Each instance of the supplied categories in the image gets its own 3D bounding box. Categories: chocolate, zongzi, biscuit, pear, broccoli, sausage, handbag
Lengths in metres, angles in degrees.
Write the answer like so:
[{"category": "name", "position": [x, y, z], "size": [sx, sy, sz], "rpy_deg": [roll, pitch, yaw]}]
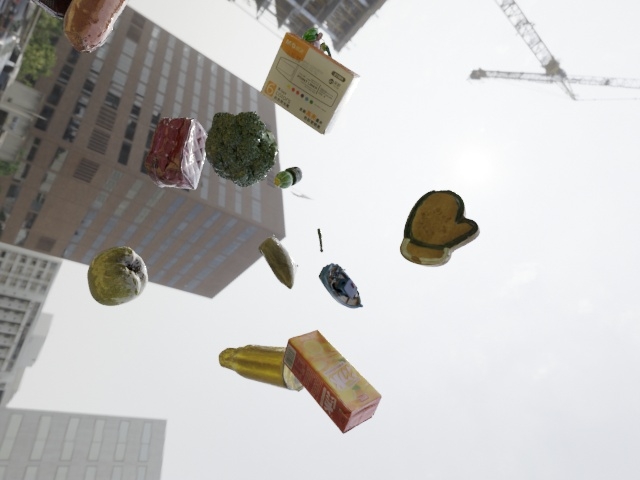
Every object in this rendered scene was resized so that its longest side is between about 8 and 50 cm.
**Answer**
[{"category": "chocolate", "position": [-0.246, 0.480, 1.620], "size": [0.446, 0.162, 0.162], "rpy_deg": [-5, -113, 39]}, {"category": "zongzi", "position": [-0.159, 0.089, 1.556], "size": [0.099, 0.194, 0.197], "rpy_deg": [-35, -165, 6]}, {"category": "biscuit", "position": [0.471, -0.050, 1.592], "size": [0.287, 0.057, 0.343], "rpy_deg": [14, -109, 33]}, {"category": "pear", "position": [-0.581, 0.104, 1.168], "size": [0.137, 0.167, 0.167], "rpy_deg": [-22, -130, 13]}, {"category": "broccoli", "position": [-0.149, -0.175, 0.783], "size": [0.162, 0.138, 0.145], "rpy_deg": [24, -50, 42]}, {"category": "sausage", "position": [-0.434, -0.594, 0.890], "size": [0.094, 0.094, 0.418], "rpy_deg": [20, -102, 24]}, {"category": "handbag", "position": [-0.444, -0.271, 1.260], "size": [0.136, 0.146, 0.225], "rpy_deg": [3, -112, 8]}]

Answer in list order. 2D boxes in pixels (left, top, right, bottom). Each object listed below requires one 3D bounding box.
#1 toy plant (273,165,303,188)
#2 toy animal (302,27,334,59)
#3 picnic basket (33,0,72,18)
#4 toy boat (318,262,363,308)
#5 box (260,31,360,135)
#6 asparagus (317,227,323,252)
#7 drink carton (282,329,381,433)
[{"category": "toy plant", "position": [-0.161, -0.304, 1.978], "size": [0.093, 0.162, 0.092], "rpy_deg": [21, -55, 32]}, {"category": "toy animal", "position": [0.023, -0.622, 1.386], "size": [0.100, 0.208, 0.103], "rpy_deg": [-37, -174, 47]}, {"category": "picnic basket", "position": [-0.774, -0.789, 1.210], "size": [0.297, 0.223, 0.129], "rpy_deg": [-136, -140, -88]}, {"category": "toy boat", "position": [0.084, 0.162, 1.391], "size": [0.097, 0.223, 0.100], "rpy_deg": [1, -130, 46]}, {"category": "box", "position": [-0.038, -0.508, 1.327], "size": [0.220, 0.274, 0.091], "rpy_deg": [-60, 171, 29]}, {"category": "asparagus", "position": [0.000, 0.000, 1.397], "size": [0.015, 0.018, 0.127], "rpy_deg": [-51, -152, 29]}, {"category": "drink carton", "position": [0.019, 0.300, 0.890], "size": [0.223, 0.096, 0.071], "rpy_deg": [38, -58, 40]}]
